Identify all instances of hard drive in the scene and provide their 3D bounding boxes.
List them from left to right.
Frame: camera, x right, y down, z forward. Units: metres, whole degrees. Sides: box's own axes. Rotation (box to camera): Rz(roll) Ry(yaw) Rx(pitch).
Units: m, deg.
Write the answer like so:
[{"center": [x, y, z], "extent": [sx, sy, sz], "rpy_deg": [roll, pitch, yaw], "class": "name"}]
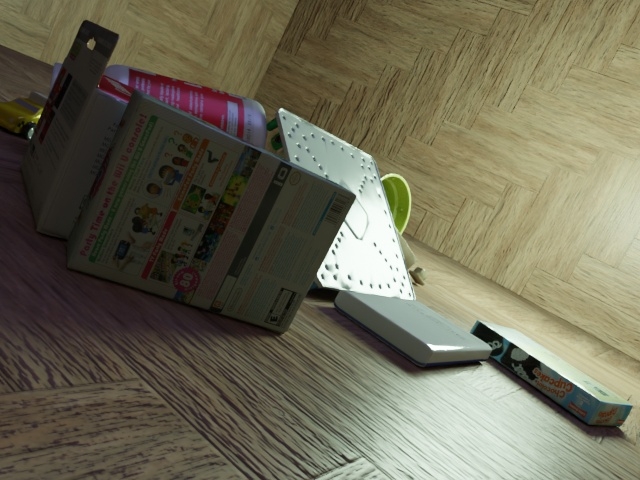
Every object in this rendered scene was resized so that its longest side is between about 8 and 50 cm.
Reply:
[{"center": [0.190, 0.172, 1.203], "extent": [0.210, 0.040, 0.318], "rpy_deg": [32, 10, 33], "class": "hard drive"}]

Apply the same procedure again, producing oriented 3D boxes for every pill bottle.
[{"center": [-0.333, -0.218, 1.244], "extent": [0.407, 0.229, 0.229], "rpy_deg": [10, 15, -25], "class": "pill bottle"}]

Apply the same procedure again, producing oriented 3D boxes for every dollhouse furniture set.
[{"center": [0.112, 0.016, 1.907], "extent": [0.356, 0.174, 0.303], "rpy_deg": [53, -13, -23], "class": "dollhouse furniture set"}]

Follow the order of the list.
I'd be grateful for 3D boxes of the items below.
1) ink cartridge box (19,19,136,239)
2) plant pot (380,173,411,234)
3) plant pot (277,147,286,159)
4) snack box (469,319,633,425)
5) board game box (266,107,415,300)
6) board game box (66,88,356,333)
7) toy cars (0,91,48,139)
[{"center": [-0.324, -0.167, 0.917], "extent": [0.130, 0.272, 0.309], "rpy_deg": [20, 11, -35], "class": "ink cartridge box"}, {"center": [0.153, -0.132, 2.293], "extent": [0.253, 0.276, 0.276], "rpy_deg": [19, 2, 42], "class": "plant pot"}, {"center": [0.021, -0.130, 1.674], "extent": [0.274, 0.257, 0.256], "rpy_deg": [36, 11, 12], "class": "plant pot"}, {"center": [0.501, 0.289, 1.363], "extent": [0.187, 0.060, 0.322], "rpy_deg": [18, 12, -43], "class": "snack box"}, {"center": [0.050, -0.055, 1.344], "extent": [0.389, 0.050, 0.390], "rpy_deg": [16, 55, -53], "class": "board game box"}, {"center": [-0.139, -0.028, 0.806], "extent": [0.303, 0.224, 0.097], "rpy_deg": [23, 10, -28], "class": "board game box"}, {"center": [-0.518, -0.234, 1.361], "extent": [0.393, 0.087, 0.176], "rpy_deg": [21, 10, -34], "class": "toy cars"}]
